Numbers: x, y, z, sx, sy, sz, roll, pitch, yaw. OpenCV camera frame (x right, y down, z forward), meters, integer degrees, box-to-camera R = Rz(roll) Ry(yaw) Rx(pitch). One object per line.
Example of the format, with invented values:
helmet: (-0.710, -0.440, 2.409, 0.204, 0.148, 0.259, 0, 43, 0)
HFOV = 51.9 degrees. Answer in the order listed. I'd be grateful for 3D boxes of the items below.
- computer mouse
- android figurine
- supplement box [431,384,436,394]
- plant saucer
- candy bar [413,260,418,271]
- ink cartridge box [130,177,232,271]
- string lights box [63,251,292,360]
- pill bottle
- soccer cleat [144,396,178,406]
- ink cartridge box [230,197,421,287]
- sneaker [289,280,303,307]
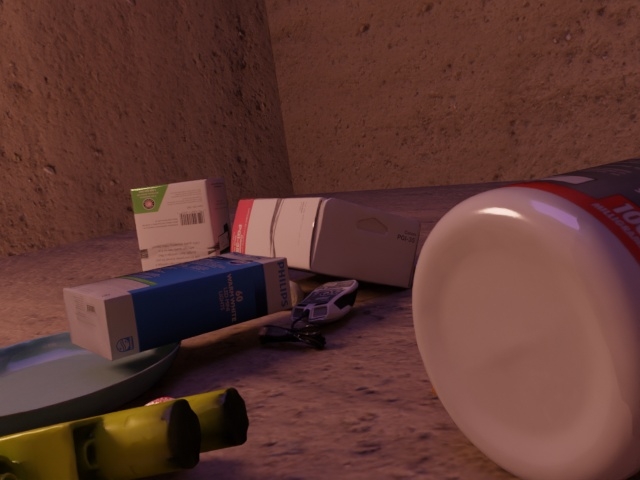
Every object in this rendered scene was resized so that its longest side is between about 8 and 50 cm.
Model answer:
computer mouse: (0.000, 0.104, 0.914, 0.106, 0.042, 0.193, -8, 13, 33)
android figurine: (-0.196, 0.158, 0.461, 0.273, 0.056, 0.248, -16, -11, 10)
supplement box: (0.203, 0.089, 0.685, 0.080, 0.078, 0.233, -1, 11, 41)
plant saucer: (-0.323, 0.167, 0.791, 0.318, 0.043, 0.317, -7, 9, 1)
candy bar: (0.149, 0.047, 1.208, 0.162, 0.018, 0.040, 1, 16, 45)
ink cartridge box: (-0.256, -0.001, 1.252, 0.160, 0.219, 0.092, -5, 6, 16)
string lights box: (-0.181, 0.075, 0.862, 0.260, 0.076, 0.133, -12, 10, -39)
pill bottle: (0.272, 0.035, 0.528, 0.363, 0.210, 0.210, -14, 10, -31)
soccer cleat: (-0.140, 0.170, 0.640, 0.083, 0.029, 0.035, -1, 6, 13)
ink cartridge box: (0.000, 0.000, 1.132, 0.207, 0.117, 0.283, 12, -3, -32)
sneaker: (-0.070, 0.076, 1.091, 0.152, 0.058, 0.085, -9, 14, 42)
